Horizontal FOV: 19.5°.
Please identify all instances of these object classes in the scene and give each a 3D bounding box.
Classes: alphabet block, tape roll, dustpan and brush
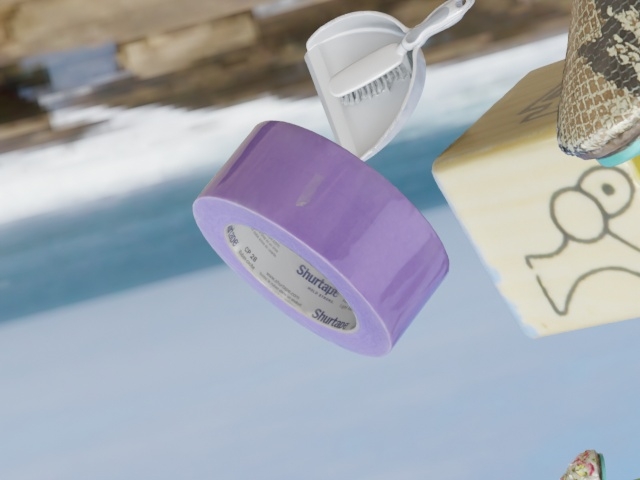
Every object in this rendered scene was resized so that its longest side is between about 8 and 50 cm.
[{"bbox_3d":[0.250,-0.052,1.580,0.197,0.192,0.193,-15,-158,46],"label":"alphabet block"},{"bbox_3d":[0.000,0.000,1.418,0.080,0.189,0.189,-52,-168,-17],"label":"tape roll"},{"bbox_3d":[0.073,-0.180,1.816,0.211,0.147,0.060,-29,159,25],"label":"dustpan and brush"}]

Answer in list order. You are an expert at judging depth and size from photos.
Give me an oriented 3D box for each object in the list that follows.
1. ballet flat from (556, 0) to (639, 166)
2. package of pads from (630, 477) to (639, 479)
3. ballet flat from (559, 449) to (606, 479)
[{"bbox_3d":[0.279,-0.256,1.074,0.483,0.182,0.164,-40,-168,-5],"label":"ballet flat"},{"bbox_3d":[0.248,0.304,1.157,0.101,0.229,0.296,-13,135,4],"label":"package of pads"},{"bbox_3d":[0.259,0.314,1.926,0.077,0.241,0.091,-5,-142,4],"label":"ballet flat"}]
